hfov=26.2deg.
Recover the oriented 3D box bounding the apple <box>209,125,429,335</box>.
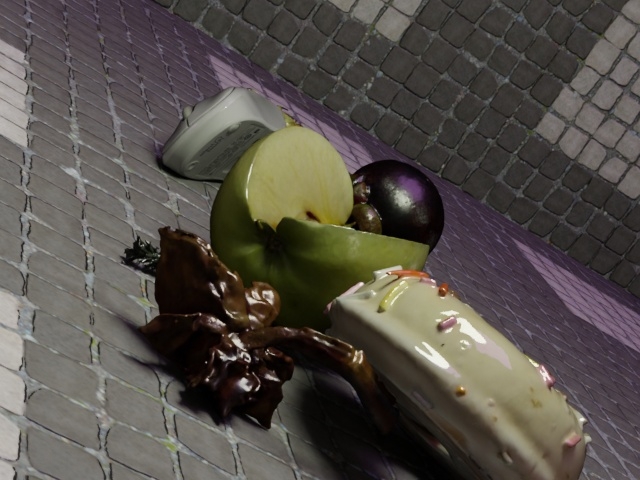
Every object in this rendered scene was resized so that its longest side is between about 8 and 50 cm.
[{"bbox_3d":[-0.022,0.011,1.865,0.295,0.233,0.258,43,25,20],"label":"apple"}]

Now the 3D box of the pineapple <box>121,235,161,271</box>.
[{"bbox_3d":[-0.199,0.024,1.779,0.124,0.058,0.058,22,18,-30],"label":"pineapple"}]

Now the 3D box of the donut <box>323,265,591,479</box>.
[{"bbox_3d":[0.167,0.182,1.663,0.382,0.142,0.382,44,-10,10],"label":"donut"}]

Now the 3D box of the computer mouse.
[{"bbox_3d":[-0.167,-0.191,2.335,0.121,0.184,0.297,57,20,15],"label":"computer mouse"}]

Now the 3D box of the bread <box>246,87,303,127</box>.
[{"bbox_3d":[-0.100,-0.160,2.580,0.266,0.178,0.142,42,-17,17],"label":"bread"}]

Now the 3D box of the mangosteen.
[{"bbox_3d":[0.099,-0.035,2.457,0.250,0.211,0.211,-19,49,-40],"label":"mangosteen"}]

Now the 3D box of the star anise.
[{"bbox_3d":[-0.066,0.122,1.561,0.346,0.148,0.237,32,19,5],"label":"star anise"}]
